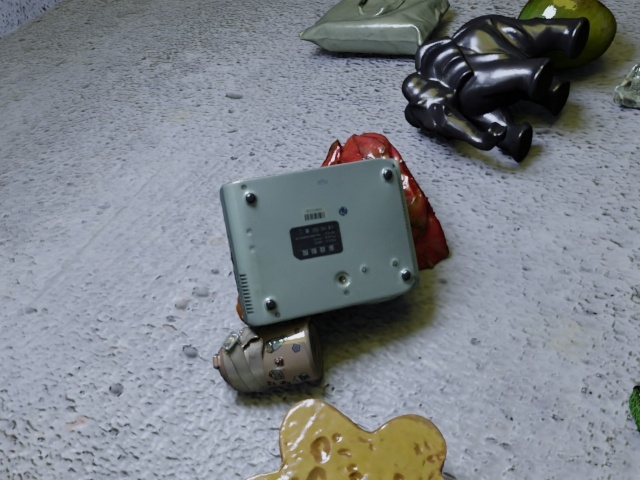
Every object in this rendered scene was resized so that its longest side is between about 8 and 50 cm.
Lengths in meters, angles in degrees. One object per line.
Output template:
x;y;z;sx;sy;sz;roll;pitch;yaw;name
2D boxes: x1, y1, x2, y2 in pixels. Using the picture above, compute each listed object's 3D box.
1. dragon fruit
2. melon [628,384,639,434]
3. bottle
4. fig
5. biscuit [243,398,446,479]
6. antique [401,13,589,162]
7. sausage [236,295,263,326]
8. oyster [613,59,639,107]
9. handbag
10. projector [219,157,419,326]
0.048;-0.074;0.998;0.205;0.152;0.317;-26;45;-9;dragon fruit
0.427;0.249;0.628;0.114;0.053;0.261;-20;43;-15;melon
-0.079;0.162;0.836;0.152;0.098;0.098;-11;43;8;bottle
0.486;-0.427;1.221;0.191;0.181;0.181;-31;39;22;fig
0.076;0.320;0.621;0.355;0.052;0.275;24;60;18;biscuit
0.314;-0.299;1.126;0.255;0.185;0.322;26;64;31;antique
-0.047;0.075;0.930;0.179;0.089;0.089;-23;44;-12;sausage
0.692;-0.302;1.082;0.268;0.112;0.198;18;74;22;oyster
0.140;-0.535;1.475;0.316;0.109;0.253;9;44;26;handbag
0.000;0.000;0.844;0.251;0.198;0.108;-10;1;-15;projector
